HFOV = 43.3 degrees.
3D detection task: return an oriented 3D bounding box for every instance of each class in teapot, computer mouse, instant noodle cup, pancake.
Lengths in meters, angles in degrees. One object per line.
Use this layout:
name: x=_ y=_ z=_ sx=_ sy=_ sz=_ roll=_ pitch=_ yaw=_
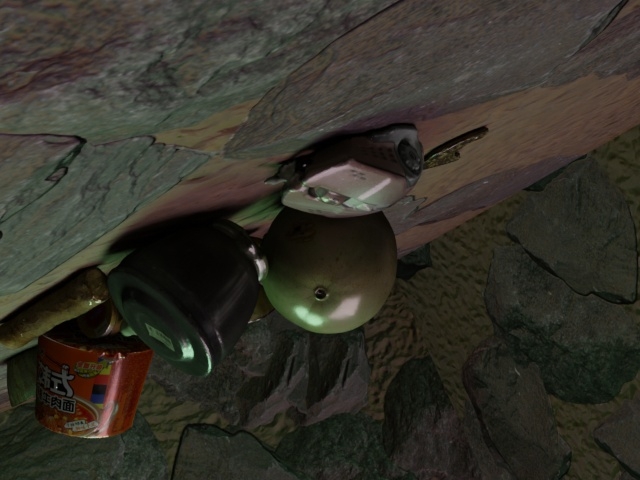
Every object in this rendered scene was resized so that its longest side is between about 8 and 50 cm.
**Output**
teapot: x=-0.216 y=0.100 z=1.428 sx=0.239 sy=0.239 sz=0.322 roll=-44 pitch=165 yaw=-32
computer mouse: x=0.057 y=-0.099 z=1.345 sx=0.199 sy=0.115 sz=0.389 roll=-33 pitch=169 yaw=38
instant noodle cup: x=-0.463 y=0.272 z=1.637 sx=0.250 sy=0.192 sz=0.250 roll=11 pitch=-172 yaw=-2
pancake: x=0.292 y=-0.195 z=1.733 sx=0.190 sy=0.020 sz=0.184 roll=-28 pitch=171 yaw=38

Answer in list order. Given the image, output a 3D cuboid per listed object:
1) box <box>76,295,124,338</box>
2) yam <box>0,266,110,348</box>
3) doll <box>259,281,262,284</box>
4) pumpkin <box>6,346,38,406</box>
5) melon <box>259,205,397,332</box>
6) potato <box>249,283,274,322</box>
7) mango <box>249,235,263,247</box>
box: x=-0.423 y=0.137 z=1.554 sx=0.105 sy=0.106 sz=0.037 roll=-27 pitch=162 yaw=28
yam: x=-0.494 y=0.130 z=1.472 sx=0.299 sy=0.066 sz=0.066 roll=-26 pitch=172 yaw=32
doll: x=-0.146 y=0.065 z=1.950 sx=0.192 sy=0.095 sz=0.149 roll=-20 pitch=178 yaw=-37
pumpkin: x=-0.704 y=0.317 z=2.028 sx=0.217 sy=0.110 sz=0.217 roll=-34 pitch=-177 yaw=2
melon: x=0.015 y=0.034 z=1.543 sx=0.268 sy=0.269 sz=0.330 roll=-25 pitch=-162 yaw=15
potato: x=-0.244 y=0.110 z=1.768 sx=0.298 sy=0.116 sz=0.239 roll=-1 pitch=-169 yaw=21
mango: x=-0.185 y=0.037 z=1.675 sx=0.115 sy=0.089 sz=0.165 roll=-39 pitch=169 yaw=29
